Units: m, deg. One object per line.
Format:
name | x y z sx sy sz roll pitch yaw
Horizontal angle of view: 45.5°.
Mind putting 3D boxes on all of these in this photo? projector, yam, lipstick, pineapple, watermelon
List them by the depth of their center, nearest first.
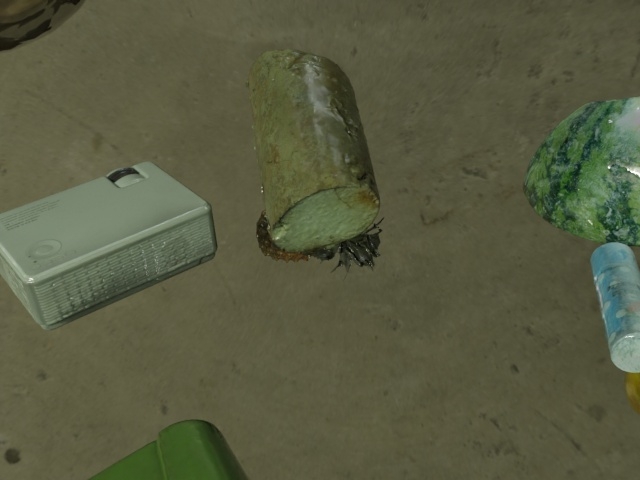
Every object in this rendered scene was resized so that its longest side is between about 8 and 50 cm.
lipstick | 0.304 0.063 0.765 0.048 0.158 0.048 6 123 9
projector | -0.291 0.001 1.021 0.256 0.192 0.099 -26 130 -29
yam | -0.016 -0.136 1.089 0.167 0.168 0.305 -12 55 4
watermelon | 0.484 -0.122 1.261 0.175 0.256 0.260 -19 140 -32
pineapple | 0.000 0.000 1.330 0.251 0.125 0.125 10 99 39

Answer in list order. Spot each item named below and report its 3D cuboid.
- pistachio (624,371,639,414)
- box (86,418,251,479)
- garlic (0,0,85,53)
pistachio | 0.498 0.201 1.102 0.110 0.100 0.189 5 130 10
box | -0.100 0.305 0.583 0.252 0.178 0.329 -28 132 -8
garlic | -0.169 -0.211 0.330 0.210 0.237 0.292 -40 70 2
